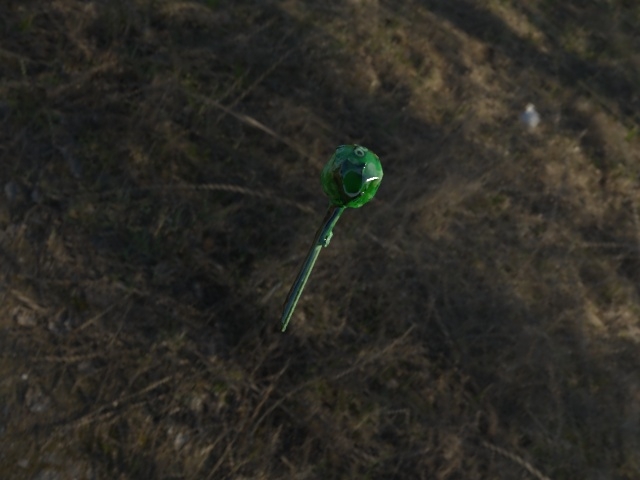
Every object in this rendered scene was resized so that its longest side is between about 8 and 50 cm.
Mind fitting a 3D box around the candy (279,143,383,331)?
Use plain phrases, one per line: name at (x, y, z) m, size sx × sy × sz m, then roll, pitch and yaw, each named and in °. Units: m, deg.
candy at (0.000, 0.000, 1.574) m, size 0.097 × 0.323 × 0.097 m, roll 25°, pitch 10°, yaw -4°
